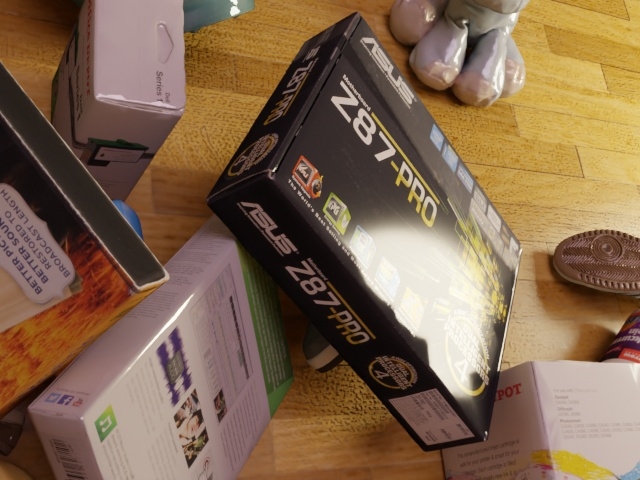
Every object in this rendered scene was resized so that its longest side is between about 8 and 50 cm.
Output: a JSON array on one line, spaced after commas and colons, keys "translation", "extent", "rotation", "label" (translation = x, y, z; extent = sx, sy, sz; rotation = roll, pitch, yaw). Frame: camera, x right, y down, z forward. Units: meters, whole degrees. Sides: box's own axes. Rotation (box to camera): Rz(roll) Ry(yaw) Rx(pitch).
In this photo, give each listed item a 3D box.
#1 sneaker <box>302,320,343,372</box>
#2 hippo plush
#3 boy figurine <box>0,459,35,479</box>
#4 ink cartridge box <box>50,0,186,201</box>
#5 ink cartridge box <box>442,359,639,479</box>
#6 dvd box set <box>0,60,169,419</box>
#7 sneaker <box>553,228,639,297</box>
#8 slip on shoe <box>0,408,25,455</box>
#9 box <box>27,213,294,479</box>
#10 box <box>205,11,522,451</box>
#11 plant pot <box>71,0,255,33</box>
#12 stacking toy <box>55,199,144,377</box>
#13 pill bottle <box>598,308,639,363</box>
[{"translation": [0.000, 0.000, 0.986], "extent": [0.178, 0.124, 0.295], "rotation": [37, 47, -16], "label": "sneaker"}, {"translation": [0.282, -0.361, 1.243], "extent": [0.294, 0.236, 0.234], "rotation": [-38, 89, -36], "label": "hippo plush"}, {"translation": [-0.237, 0.321, 0.727], "extent": [0.285, 0.092, 0.177], "rotation": [48, 47, 0], "label": "boy figurine"}, {"translation": [-0.225, -0.159, 0.875], "extent": [0.092, 0.219, 0.160], "rotation": [6, 65, -28], "label": "ink cartridge box"}, {"translation": [0.285, 0.296, 0.968], "extent": [0.197, 0.198, 0.270], "rotation": [5, 66, -27], "label": "ink cartridge box"}, {"translation": [-0.365, 0.039, 0.621], "extent": [0.308, 0.420, 0.062], "rotation": [52, 14, 2], "label": "dvd box set"}, {"translation": [0.499, 0.058, 1.273], "extent": [0.282, 0.153, 0.099], "rotation": [1, 66, 4], "label": "sneaker"}, {"translation": [-0.350, 0.168, 0.762], "extent": [0.135, 0.051, 0.041], "rotation": [25, 55, -27], "label": "slip on shoe"}, {"translation": [-0.122, 0.142, 0.763], "extent": [0.322, 0.058, 0.232], "rotation": [-53, 142, -51], "label": "box"}, {"translation": [0.079, -0.011, 0.909], "extent": [0.395, 0.097, 0.318], "rotation": [51, 38, -23], "label": "box"}, {"translation": [-0.188, -0.344, 0.971], "extent": [0.293, 0.293, 0.196], "rotation": [-32, 113, -36], "label": "plant pot"}, {"translation": [-0.315, 0.072, 0.777], "extent": [0.301, 0.175, 0.166], "rotation": [-8, 78, -19], "label": "stacking toy"}, {"translation": [0.459, 0.192, 1.168], "extent": [0.108, 0.108, 0.193], "rotation": [49, 54, -1], "label": "pill bottle"}]
